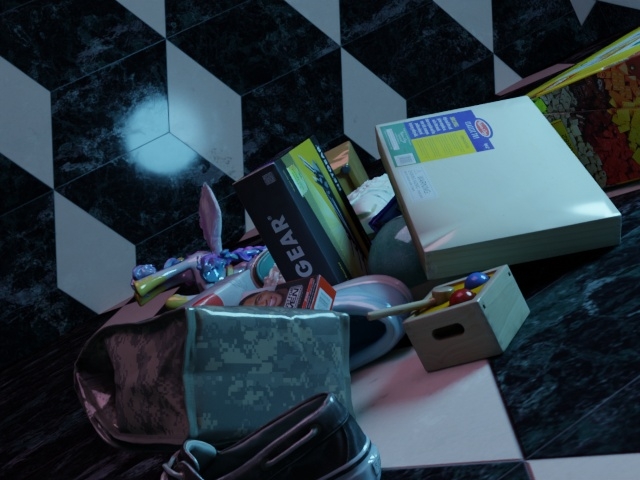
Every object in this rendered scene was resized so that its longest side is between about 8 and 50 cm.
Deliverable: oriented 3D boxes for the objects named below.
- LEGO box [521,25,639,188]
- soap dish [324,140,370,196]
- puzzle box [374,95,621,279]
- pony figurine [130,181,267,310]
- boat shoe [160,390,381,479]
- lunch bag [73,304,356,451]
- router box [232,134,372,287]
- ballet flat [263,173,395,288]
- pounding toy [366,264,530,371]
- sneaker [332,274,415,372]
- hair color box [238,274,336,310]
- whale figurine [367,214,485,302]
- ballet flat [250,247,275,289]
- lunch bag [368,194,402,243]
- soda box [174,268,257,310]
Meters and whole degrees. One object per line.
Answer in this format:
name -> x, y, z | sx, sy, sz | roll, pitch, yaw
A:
LEGO box -> 0.622, -0.284, 1.571 | 0.500, 0.193, 0.372 | -32, 7, -29
soap dish -> 0.001, -0.097, 2.355 | 0.291, 0.228, 0.118 | -27, 25, 4
puzzle box -> 0.249, -0.096, 1.349 | 0.272, 0.052, 0.409 | -11, 33, 0
pony figurine -> -0.280, 0.070, 2.187 | 0.364, 0.302, 0.351 | -26, 40, -17
boat shoe -> -0.108, 0.251, 0.891 | 0.335, 0.119, 0.121 | -27, 8, 1
lunch bag -> -0.139, 0.171, 1.085 | 0.235, 0.168, 0.287 | 6, -13, -39
router box -> 0.000, 0.000, 1.422 | 0.081, 0.308, 0.243 | -25, 9, 20
ballet flat -> 0.062, 0.005, 1.740 | 0.409, 0.147, 0.147 | -44, 15, -26
pounding toy -> 0.158, 0.091, 1.093 | 0.141, 0.100, 0.130 | -21, 10, 36
sneaker -> -0.046, 0.151, 1.259 | 0.366, 0.135, 0.150 | -26, 5, 14
hair color box -> -0.052, 0.098, 1.206 | 0.141, 0.043, 0.072 | -16, 42, 35
whale figurine -> 0.196, -0.001, 1.384 | 0.272, 0.141, 0.216 | -31, 9, -12
ballet flat -> 0.028, 0.030, 1.866 | 0.400, 0.139, 0.139 | -26, 7, -24
lunch bag -> 0.223, -0.064, 1.645 | 0.293, 0.138, 0.221 | -36, -15, 7
soda box -> -0.258, 0.172, 1.928 | 0.286, 0.091, 0.098 | -34, 11, -38
